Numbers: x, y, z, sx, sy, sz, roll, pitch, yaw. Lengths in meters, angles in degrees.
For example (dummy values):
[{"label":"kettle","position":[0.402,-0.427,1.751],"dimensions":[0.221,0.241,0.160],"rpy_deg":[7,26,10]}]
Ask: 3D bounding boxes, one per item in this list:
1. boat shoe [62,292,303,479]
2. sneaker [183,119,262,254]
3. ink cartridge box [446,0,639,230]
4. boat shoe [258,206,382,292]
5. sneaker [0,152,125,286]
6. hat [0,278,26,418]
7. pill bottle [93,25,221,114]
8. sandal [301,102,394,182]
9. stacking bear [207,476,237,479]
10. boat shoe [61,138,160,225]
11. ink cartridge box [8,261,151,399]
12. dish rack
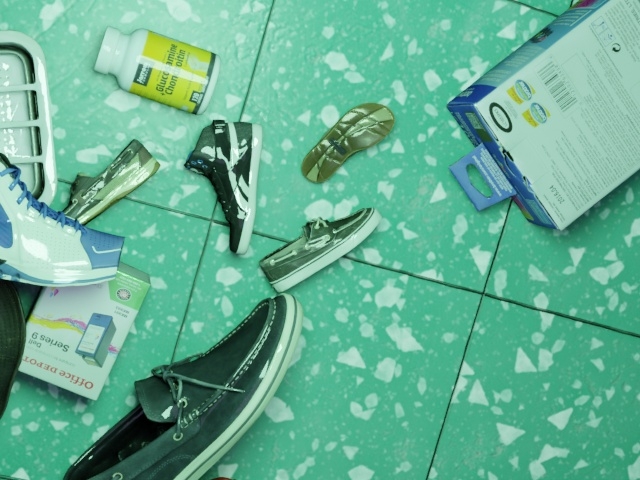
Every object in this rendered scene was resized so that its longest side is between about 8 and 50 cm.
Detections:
[{"label":"boat shoe","position":[-0.220,0.268,1.785],"dimensions":[0.156,0.187,0.500],"rpy_deg":[42,93,-20]},{"label":"sneaker","position":[-0.165,-0.089,1.803],"dimensions":[0.121,0.079,0.217],"rpy_deg":[6,88,-9]},{"label":"ink cartridge box","position":[0.406,-0.204,1.864],"dimensions":[0.395,0.151,0.270],"rpy_deg":[-38,103,-6]},{"label":"boat shoe","position":[0.000,0.000,1.845],"dimensions":[0.219,0.078,0.070],"rpy_deg":[-34,104,-4]},{"label":"sneaker","position":[-0.442,-0.037,1.622],"dimensions":[0.315,0.127,0.182],"rpy_deg":[5,100,-12]},{"label":"hat","position":[-0.615,0.164,1.673],"dimensions":[0.331,0.134,0.331],"rpy_deg":[1,94,10]},{"label":"pill bottle","position":[-0.257,-0.271,1.739],"dimensions":[0.184,0.103,0.103],"rpy_deg":[17,94,-14]},{"label":"sandal","position":[0.042,-0.167,1.850],"dimensions":[0.180,0.049,0.072],"rpy_deg":[-40,98,11]},{"label":"stacking bear","position":[-0.223,0.520,1.837],"dimensions":[0.164,0.175,0.289],"rpy_deg":[40,81,-12]},{"label":"boat shoe","position":[-0.362,-0.078,1.761],"dimensions":[0.223,0.080,0.073],"rpy_deg":[-37,98,-10]},{"label":"ink cartridge box","position":[-0.385,0.127,1.774],"dimensions":[0.154,0.093,0.212],"rpy_deg":[26,95,-14]},{"label":"dish rack","position":[-0.579,-0.168,1.689],"dimensions":[0.333,0.072,0.285],"rpy_deg":[-5,93,-13]}]
